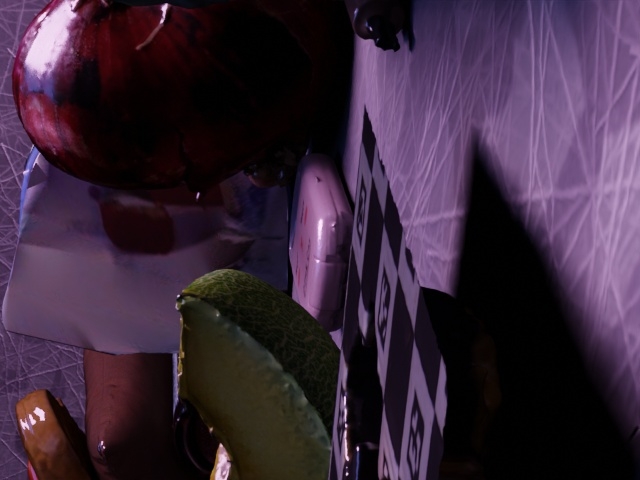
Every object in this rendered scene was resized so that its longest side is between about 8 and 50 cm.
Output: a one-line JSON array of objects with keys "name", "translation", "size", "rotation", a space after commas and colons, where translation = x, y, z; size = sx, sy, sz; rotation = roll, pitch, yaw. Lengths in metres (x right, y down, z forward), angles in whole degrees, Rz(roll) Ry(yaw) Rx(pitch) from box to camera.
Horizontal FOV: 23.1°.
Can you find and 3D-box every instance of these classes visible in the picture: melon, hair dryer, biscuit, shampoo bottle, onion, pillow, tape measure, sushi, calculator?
[{"name": "melon", "translation": [-0.023, 0.136, 1.063], "size": [0.169, 0.129, 0.265], "rotation": [-55, -28, -63]}, {"name": "hair dryer", "translation": [0.027, -0.188, 1.044], "size": [0.182, 0.064, 0.117], "rotation": [-107, 23, -45]}, {"name": "biscuit", "translation": [-0.229, 0.370, 1.724], "size": [0.394, 0.076, 0.368], "rotation": [59, 172, 30]}, {"name": "shampoo bottle", "translation": [-0.128, 0.115, 1.789], "size": [0.323, 0.084, 0.129], "rotation": [-98, 0, -53]}, {"name": "onion", "translation": [-0.114, -0.147, 1.254], "size": [0.221, 0.281, 0.281], "rotation": [33, 126, 40]}, {"name": "pillow", "translation": [-0.188, 0.235, 1.800], "size": [0.305, 0.108, 0.308], "rotation": [-101, -13, -53]}, {"name": "tape measure", "translation": [-0.159, -0.031, 1.477], "size": [0.138, 0.259, 0.262], "rotation": [-145, 59, -79]}, {"name": "sushi", "translation": [0.048, 0.153, 0.752], "size": [0.343, 0.064, 0.359], "rotation": [-99, 14, -68]}, {"name": "calculator", "translation": [0.000, 0.000, 1.194], "size": [0.175, 0.032, 0.100], "rotation": [-107, 22, -66]}]

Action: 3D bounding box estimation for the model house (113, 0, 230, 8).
[{"name": "model house", "translation": [-0.135, -0.278, 0.883], "size": [0.342, 0.382, 0.335], "rotation": [41, 118, 61]}]
